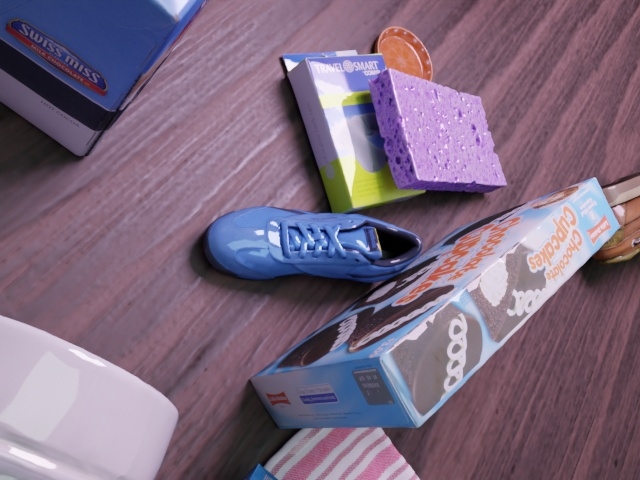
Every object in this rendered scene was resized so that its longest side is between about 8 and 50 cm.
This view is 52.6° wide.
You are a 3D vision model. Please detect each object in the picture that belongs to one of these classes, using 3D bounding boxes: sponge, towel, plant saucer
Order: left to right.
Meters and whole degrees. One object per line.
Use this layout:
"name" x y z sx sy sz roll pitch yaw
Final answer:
"towel" 0.037 0.245 0.575 0.144 0.029 0.197 -40 100 -36
"plant saucer" 0.096 -0.210 0.759 0.083 0.013 0.084 11 71 -32
"sponge" 0.134 -0.113 0.710 0.210 0.031 0.117 -3 77 -51

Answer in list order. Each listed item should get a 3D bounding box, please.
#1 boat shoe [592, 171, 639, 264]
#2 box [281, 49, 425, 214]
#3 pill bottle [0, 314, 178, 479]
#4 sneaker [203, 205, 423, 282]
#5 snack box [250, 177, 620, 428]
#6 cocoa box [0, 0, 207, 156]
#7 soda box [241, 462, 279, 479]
"boat shoe" 0.467 -0.045 0.914 0.307 0.110 0.105 -17 90 -27
"box" 0.036 -0.121 0.675 0.109 0.042 0.178 -15 86 -37
"pill bottle" -0.218 0.221 0.300 0.204 0.204 0.361 32 61 -22
"sneaker" 0.000 0.000 0.591 0.209 0.082 0.069 6 75 -31
"snack box" 0.110 0.053 0.583 0.322 0.187 0.060 -31 94 -37
"cocoa box" -0.218 -0.273 0.431 0.347 0.228 0.232 37 59 -20
"soda box" -0.071 0.249 0.413 0.067 0.071 0.210 40 29 0
